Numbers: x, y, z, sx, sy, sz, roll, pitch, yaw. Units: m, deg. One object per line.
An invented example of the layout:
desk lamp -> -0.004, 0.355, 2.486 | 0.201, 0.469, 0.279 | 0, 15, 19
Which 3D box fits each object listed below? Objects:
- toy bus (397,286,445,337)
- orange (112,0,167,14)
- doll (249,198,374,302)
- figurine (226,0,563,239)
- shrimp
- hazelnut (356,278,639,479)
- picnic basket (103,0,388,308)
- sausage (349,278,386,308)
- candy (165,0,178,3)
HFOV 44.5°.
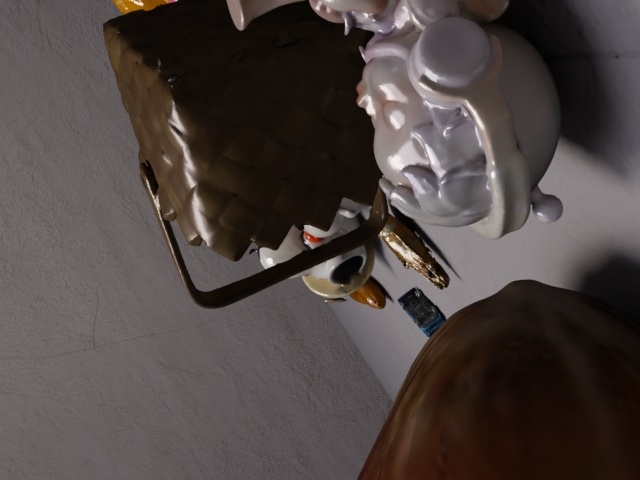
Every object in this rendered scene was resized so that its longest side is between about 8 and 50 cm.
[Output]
toy bus -> 0.157, 0.113, 1.213 | 0.046, 0.038, 0.083 | 55, 177, -40
orange -> -0.214, -0.367, 1.031 | 0.177, 0.155, 0.177 | 46, 170, 11
doll -> 0.021, -0.005, 1.247 | 0.271, 0.208, 0.144 | -45, 49, 50
figurine -> 0.056, -0.094, 0.465 | 0.237, 0.141, 0.162 | 57, 178, -13
shrimp -> 0.116, 0.017, 1.015 | 0.162, 0.045, 0.095 | 49, 171, 33
hazelnut -> 0.162, 0.213, 0.568 | 0.372, 0.315, 0.372 | 175, 90, -88
picnic basket -> -0.065, -0.094, 0.829 | 0.291, 0.254, 0.321 | 47, 158, 51
sausage -> 0.091, 0.102, 1.593 | 0.062, 0.054, 0.183 | 24, 179, -14
candy -> -0.137, -0.240, 0.973 | 0.124, 0.124, 0.365 | 51, 158, 34
